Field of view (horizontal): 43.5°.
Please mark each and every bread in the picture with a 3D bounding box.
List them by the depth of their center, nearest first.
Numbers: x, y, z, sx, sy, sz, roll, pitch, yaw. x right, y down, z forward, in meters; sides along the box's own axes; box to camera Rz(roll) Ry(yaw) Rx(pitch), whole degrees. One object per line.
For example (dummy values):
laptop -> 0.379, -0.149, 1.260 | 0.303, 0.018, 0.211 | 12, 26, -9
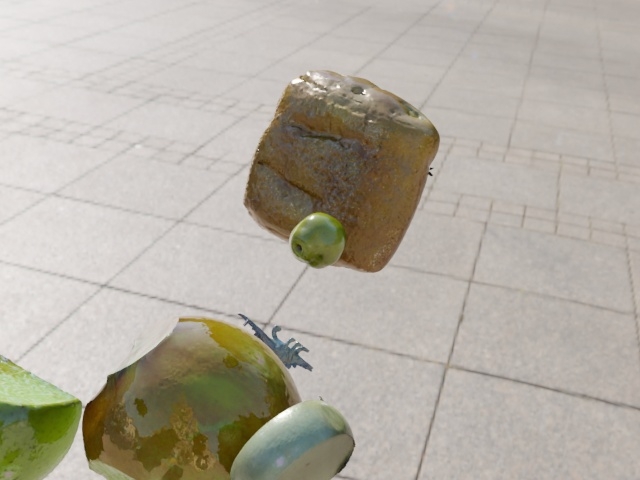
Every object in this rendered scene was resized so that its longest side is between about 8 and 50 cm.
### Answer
bread -> 0.027, -0.127, 1.444 | 0.328, 0.337, 0.148 | 32, 13, 33

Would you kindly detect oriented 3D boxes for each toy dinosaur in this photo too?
toy dinosaur -> -0.095, 0.219, 1.663 | 0.082, 0.209, 0.039 | -53, 21, -13

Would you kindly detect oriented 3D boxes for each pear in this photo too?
pear -> 0.000, 0.000, 1.234 | 0.092, 0.092, 0.097 | 26, 44, 38
pear -> -0.631, 0.357, 1.403 | 0.342, 0.318, 0.238 | 21, 9, 24

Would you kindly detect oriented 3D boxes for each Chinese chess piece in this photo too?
Chinese chess piece -> -0.040, 0.312, 1.150 | 0.188, 0.188, 0.083 | -18, 52, -38

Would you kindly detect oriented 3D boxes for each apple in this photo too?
apple -> -0.224, 0.316, 1.348 | 0.384, 0.374, 0.374 | -35, 15, 22
